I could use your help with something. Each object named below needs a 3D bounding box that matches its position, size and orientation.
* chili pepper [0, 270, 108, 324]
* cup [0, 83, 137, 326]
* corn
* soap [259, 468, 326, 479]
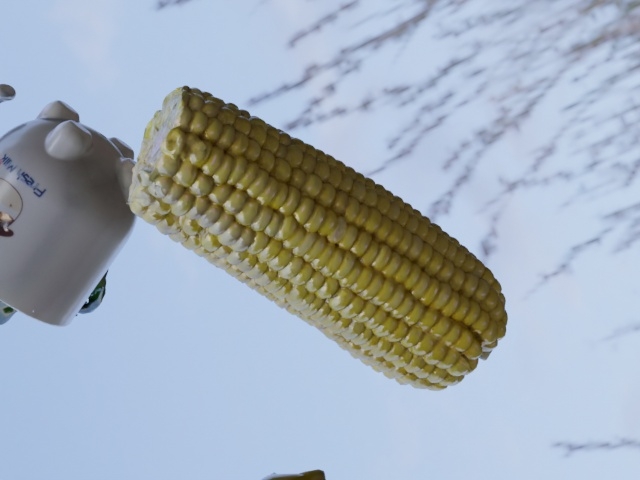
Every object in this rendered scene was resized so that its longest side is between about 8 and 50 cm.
[{"bbox_3d":[-0.394,0.013,1.587,0.385,0.213,0.167,-3,-85,-6],"label":"chili pepper"},{"bbox_3d":[-0.224,-0.037,1.336,0.134,0.142,0.173,31,-172,-42],"label":"cup"},{"bbox_3d":[0.000,0.000,0.957,0.244,0.093,0.093,34,-130,-22],"label":"corn"},{"bbox_3d":[-0.112,0.309,0.866,0.169,0.304,0.338,58,-162,-74],"label":"soap"}]
